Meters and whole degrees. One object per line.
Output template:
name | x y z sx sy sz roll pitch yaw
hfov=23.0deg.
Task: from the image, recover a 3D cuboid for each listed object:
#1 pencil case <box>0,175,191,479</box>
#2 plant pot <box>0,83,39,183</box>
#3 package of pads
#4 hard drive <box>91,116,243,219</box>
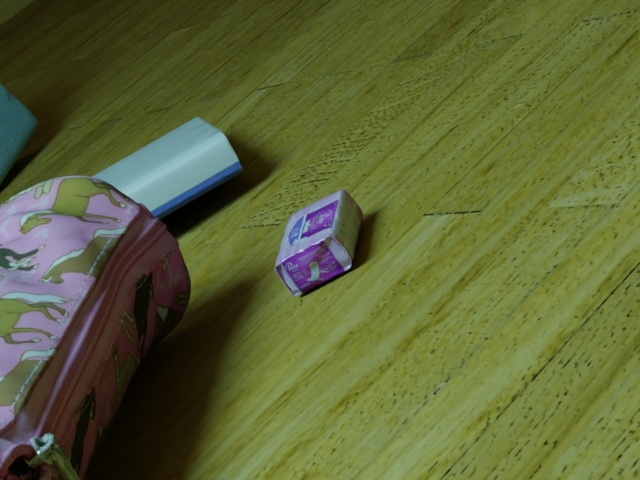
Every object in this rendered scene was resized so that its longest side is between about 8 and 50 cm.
pencil case | -0.188 0.095 0.960 0.167 0.160 0.386 3 24 4
plant pot | -0.546 -0.097 1.935 0.247 0.248 0.252 -21 38 34
package of pads | 0.000 0.000 1.076 0.050 0.032 0.083 -29 19 19
hard drive | -0.227 -0.008 1.398 0.318 0.040 0.210 -30 13 -5
